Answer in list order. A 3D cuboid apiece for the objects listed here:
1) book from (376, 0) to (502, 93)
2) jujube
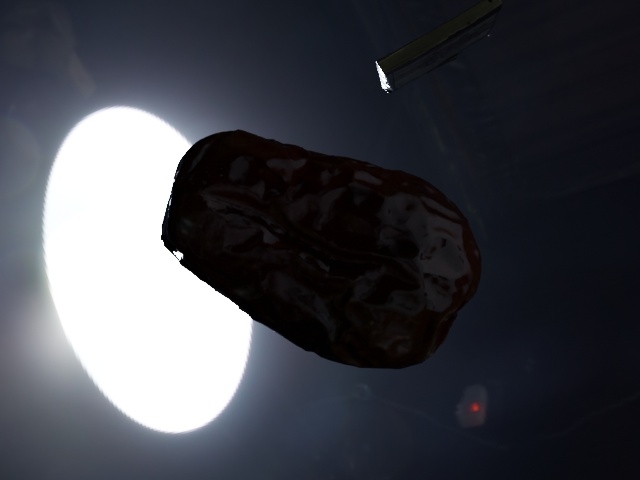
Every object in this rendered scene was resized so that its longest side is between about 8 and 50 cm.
[{"bbox_3d":[0.146,-0.237,1.259,0.026,0.157,0.231,60,-174,1],"label":"book"},{"bbox_3d":[0.000,0.000,1.069,0.342,0.216,0.216,22,-142,-3],"label":"jujube"}]
